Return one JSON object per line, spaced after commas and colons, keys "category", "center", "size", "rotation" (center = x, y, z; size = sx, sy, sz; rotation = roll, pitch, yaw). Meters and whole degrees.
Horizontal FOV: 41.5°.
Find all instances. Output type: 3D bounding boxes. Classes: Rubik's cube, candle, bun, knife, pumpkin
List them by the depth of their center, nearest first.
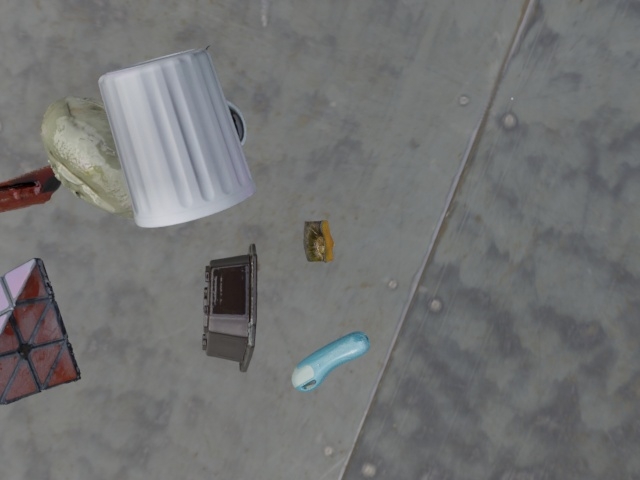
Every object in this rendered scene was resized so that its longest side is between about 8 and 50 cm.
{"category": "Rubik's cube", "center": [-0.431, 0.095, 1.094], "size": [0.178, 0.211, 0.190], "rotation": [16, 97, 21]}
{"category": "pumpkin", "center": [0.000, -0.001, 1.372], "size": [0.035, 0.101, 0.073], "rotation": [-14, 99, -19]}
{"category": "bun", "center": [-0.353, -0.131, 1.373], "size": [0.239, 0.239, 0.141], "rotation": [41, 98, 4]}
{"category": "knife", "center": [0.019, 0.238, 1.663], "size": [0.222, 0.031, 0.064], "rotation": [-37, 74, 36]}
{"category": "candle", "center": [-0.620, -0.093, 1.689], "size": [0.059, 0.302, 0.084], "rotation": [13, 108, 20]}

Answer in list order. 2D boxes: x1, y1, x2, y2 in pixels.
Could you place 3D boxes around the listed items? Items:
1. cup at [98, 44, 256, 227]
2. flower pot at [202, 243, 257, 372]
{"category": "cup", "center": [-0.191, -0.143, 1.130], "size": [0.167, 0.221, 0.202], "rotation": [-14, 106, 2]}
{"category": "flower pot", "center": [-0.158, 0.118, 1.436], "size": [0.084, 0.251, 0.179], "rotation": [2, 68, -9]}
